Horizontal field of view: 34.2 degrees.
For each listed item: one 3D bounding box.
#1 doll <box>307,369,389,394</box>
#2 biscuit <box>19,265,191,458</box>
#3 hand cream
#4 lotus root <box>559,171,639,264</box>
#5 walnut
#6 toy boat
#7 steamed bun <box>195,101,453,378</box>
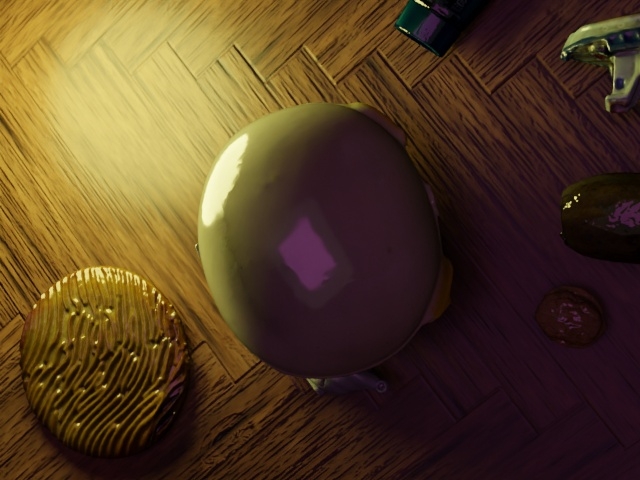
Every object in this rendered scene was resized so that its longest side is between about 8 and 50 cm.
[{"bbox_3d":[0.006,0.173,1.544,0.227,0.075,0.102,26,90,30],"label":"doll"},{"bbox_3d":[-0.355,0.198,1.693,0.318,0.040,0.318,0,90,21],"label":"biscuit"},{"bbox_3d":[0.214,-0.393,1.470,0.120,0.061,0.270,36,97,15],"label":"hand cream"},{"bbox_3d":[0.428,-0.028,1.356,0.241,0.124,0.123,1,101,21],"label":"lotus root"},{"bbox_3d":[0.341,0.104,1.413,0.096,0.079,0.082,20,99,19],"label":"walnut"},{"bbox_3d":[0.446,-0.228,1.348,0.262,0.114,0.115,-4,77,17],"label":"toy boat"},{"bbox_3d":[-0.001,-0.001,1.418,0.334,0.334,0.374,-20,83,19],"label":"steamed bun"}]
